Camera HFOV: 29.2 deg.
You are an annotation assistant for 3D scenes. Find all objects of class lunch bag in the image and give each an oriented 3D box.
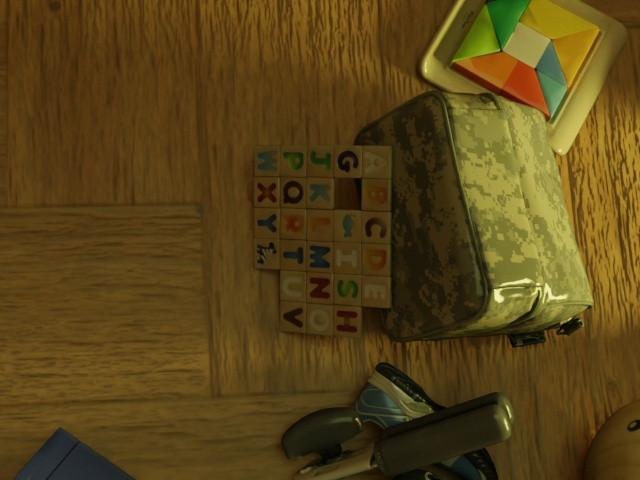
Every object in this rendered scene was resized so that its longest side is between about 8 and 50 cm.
[{"bbox_3d":[0.206,-0.022,1.538,0.256,0.212,0.305,-3,75,-35],"label":"lunch bag"}]

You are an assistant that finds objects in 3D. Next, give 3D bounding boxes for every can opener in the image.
[{"bbox_3d":[0.085,0.227,1.462,0.283,0.076,0.095,-22,98,19],"label":"can opener"}]

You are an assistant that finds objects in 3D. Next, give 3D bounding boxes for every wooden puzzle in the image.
[{"bbox_3d":[0.284,-0.263,1.692,0.238,0.044,0.221,31,74,-1],"label":"wooden puzzle"}]

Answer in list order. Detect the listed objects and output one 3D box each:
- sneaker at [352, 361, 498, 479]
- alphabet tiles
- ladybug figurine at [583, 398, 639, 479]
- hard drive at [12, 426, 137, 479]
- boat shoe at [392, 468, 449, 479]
[{"bbox_3d":[0.133,0.245,1.541,0.211,0.080,0.081,40,98,1],"label":"sneaker"},{"bbox_3d":[0.000,0.000,1.532,0.198,0.009,0.237,3,94,30],"label":"alphabet tiles"},{"bbox_3d":[0.510,0.357,1.444,0.449,0.162,0.305,30,100,22],"label":"ladybug figurine"},{"bbox_3d":[-0.221,0.367,1.399,0.318,0.040,0.210,35,30,1],"label":"hard drive"},{"bbox_3d":[0.223,0.364,1.495,0.340,0.127,0.113,19,35,-17],"label":"boat shoe"}]
